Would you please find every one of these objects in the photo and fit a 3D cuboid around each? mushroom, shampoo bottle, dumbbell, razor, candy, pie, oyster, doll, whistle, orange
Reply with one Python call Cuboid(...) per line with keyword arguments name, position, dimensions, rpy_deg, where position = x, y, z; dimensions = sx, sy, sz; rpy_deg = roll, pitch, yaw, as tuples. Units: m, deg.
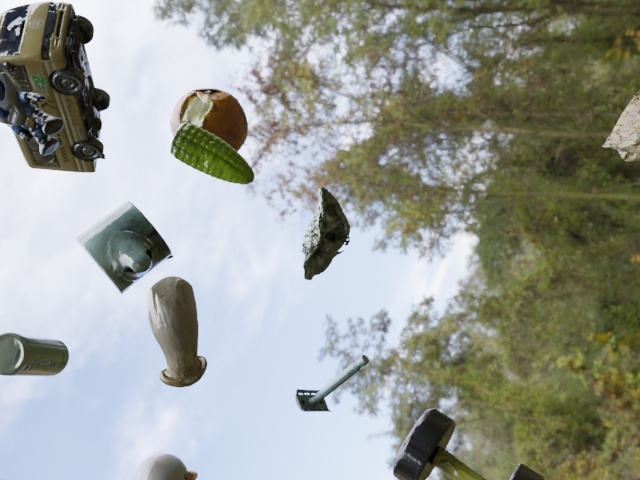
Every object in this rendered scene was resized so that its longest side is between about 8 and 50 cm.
Cuboid(name="mushroom", position=(-0.272, 0.171, 1.277), dimensions=(0.097, 0.088, 0.212), rpy_deg=(-37, -64, -65))
Cuboid(name="shampoo bottle", position=(-0.601, 0.244, 1.424), dimensions=(0.262, 0.085, 0.085), rpy_deg=(80, -155, -78))
Cuboid(name="dumbbell", position=(0.357, 0.578, 1.643), dimensions=(0.204, 0.323, 0.203), rpy_deg=(-44, -29, -33))
Cuboid(name="razor", position=(0.044, 0.370, 1.767), dimensions=(0.106, 0.068, 0.232), rpy_deg=(14, -49, -44))
Cuboid(name="candy", position=(-0.244, -0.191, 1.547), dimensions=(0.096, 0.210, 0.097), rpy_deg=(-60, -1, -2))
Cuboid(name="pie", position=(0.657, -0.265, 1.278), dimensions=(0.068, 0.129, 0.282), rpy_deg=(42, -98, -28))
Cuboid(name="oyster", position=(0.002, 0.002, 1.695), dimensions=(0.199, 0.087, 0.252), rpy_deg=(-43, -32, 2))
Cuboid(name="doll", position=(-0.439, -0.196, 0.919), dimensions=(0.096, 0.195, 0.070), rpy_deg=(-55, -2, 35))
Cuboid(name="whistle", position=(-0.520, 0.028, 1.802), dimensions=(0.168, 0.188, 0.405), rpy_deg=(-40, 3, -16))
Cuboid(name="doll", position=(-0.430, 0.654, 1.710), dimensions=(0.251, 0.221, 0.221), rpy_deg=(-14, -57, -21))
Cuboid(name="orange", position=(-0.341, -0.357, 2.079), dimensions=(0.240, 0.240, 0.239), rpy_deg=(12, -90, -69))

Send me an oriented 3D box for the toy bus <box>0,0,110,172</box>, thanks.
Cuboid(name="toy bus", position=(-0.559, -0.306, 1.395), dimensions=(0.365, 0.202, 0.176), rpy_deg=(101, 166, -57))
